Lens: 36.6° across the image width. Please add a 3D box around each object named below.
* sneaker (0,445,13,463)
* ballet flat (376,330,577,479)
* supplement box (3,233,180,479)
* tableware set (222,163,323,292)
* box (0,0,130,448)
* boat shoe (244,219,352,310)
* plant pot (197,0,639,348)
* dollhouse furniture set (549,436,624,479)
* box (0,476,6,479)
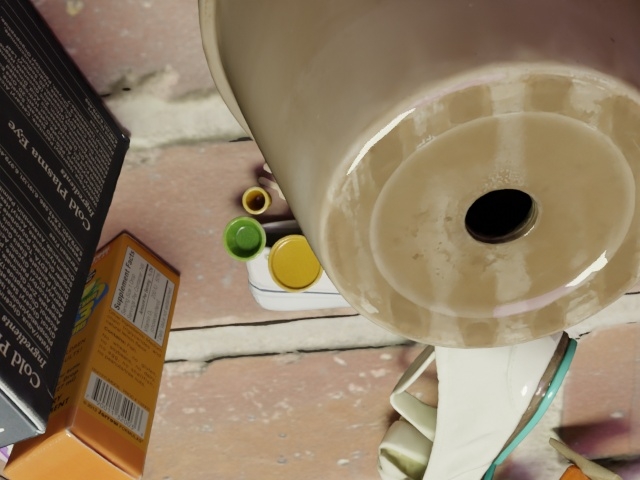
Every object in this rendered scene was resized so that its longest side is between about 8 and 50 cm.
[{"bbox_3d":[-0.331,0.165,0.927,0.236,0.095,0.104,34,127,-19],"label":"sneaker"},{"bbox_3d":[0.124,0.188,0.929,0.139,0.139,0.400,6,137,-5],"label":"ballet flat"},{"bbox_3d":[-0.176,0.101,0.783,0.078,0.233,0.080,-34,118,23],"label":"supplement box"},{"bbox_3d":[0.000,0.000,0.778,0.154,0.024,0.104,27,99,12],"label":"tableware set"},{"bbox_3d":[-0.340,0.012,0.661,0.343,0.312,0.179,-22,125,15],"label":"box"},{"bbox_3d":[0.044,0.013,0.812,0.226,0.083,0.075,-9,129,7],"label":"boat shoe"},{"bbox_3d":[0.084,-0.100,0.590,0.323,0.280,0.323,-3,130,-4],"label":"plant pot"},{"bbox_3d":[0.242,0.367,1.033,0.259,0.135,0.262,40,84,-35],"label":"dollhouse furniture set"},{"bbox_3d":[-0.443,0.387,1.046,0.290,0.169,0.087,-35,123,22],"label":"box"}]
